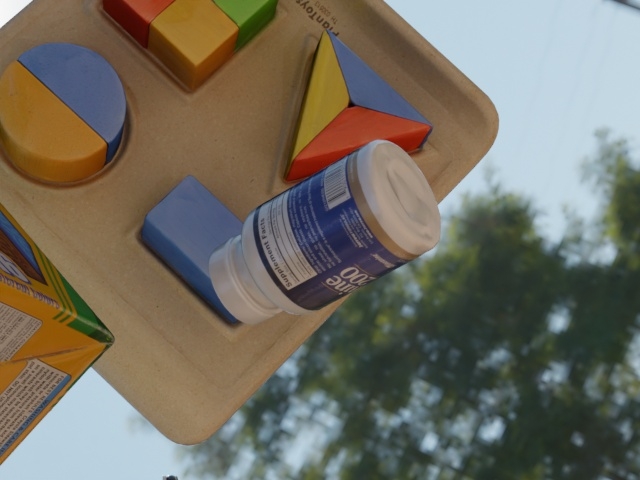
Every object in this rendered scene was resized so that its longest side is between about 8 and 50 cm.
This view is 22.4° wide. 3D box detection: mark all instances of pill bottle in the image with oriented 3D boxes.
[{"bbox_3d":[0.000,0.000,0.878,0.120,0.067,0.067,-29,-7,28],"label":"pill bottle"}]

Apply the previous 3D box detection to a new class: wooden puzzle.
[{"bbox_3d":[-0.088,-0.080,1.171,0.348,0.322,0.080,-46,-5,-15],"label":"wooden puzzle"}]

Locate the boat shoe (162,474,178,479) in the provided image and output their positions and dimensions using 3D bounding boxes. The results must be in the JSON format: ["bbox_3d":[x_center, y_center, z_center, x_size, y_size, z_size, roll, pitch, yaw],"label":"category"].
[{"bbox_3d":[-0.149,0.329,1.838,0.049,0.043,0.137,156,99,-85],"label":"boat shoe"}]

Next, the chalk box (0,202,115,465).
[{"bbox_3d":[-0.297,0.009,0.944,0.180,0.289,0.179,-47,-35,4],"label":"chalk box"}]
